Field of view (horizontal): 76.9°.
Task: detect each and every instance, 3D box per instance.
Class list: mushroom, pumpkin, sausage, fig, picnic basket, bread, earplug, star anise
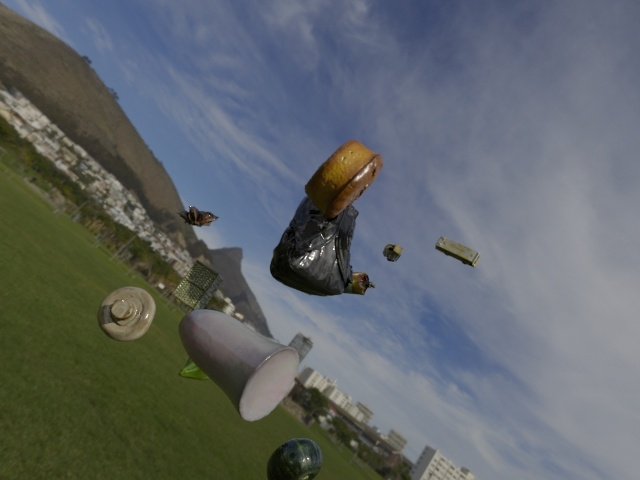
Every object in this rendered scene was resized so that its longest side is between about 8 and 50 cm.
[{"bbox_3d":[-0.731,0.275,1.496,0.206,0.206,0.209,37,6,9],"label":"mushroom"},{"bbox_3d":[-0.074,0.648,1.162,0.167,0.167,0.125,54,14,-37],"label":"pumpkin"},{"bbox_3d":[0.129,0.214,2.077,0.318,0.125,0.117,2,-35,22],"label":"sausage"},{"bbox_3d":[-0.480,0.522,1.718,0.167,0.233,0.166,7,-56,11],"label":"fig"},{"bbox_3d":[-0.562,0.219,1.864,0.134,0.196,0.154,31,-18,5],"label":"picnic basket"},{"bbox_3d":[0.084,-0.219,1.436,0.172,0.312,0.312,44,-18,0],"label":"bread"},{"bbox_3d":[-0.216,0.247,0.921,0.302,0.172,0.172,25,-23,32],"label":"earplug"},{"bbox_3d":[-0.428,-0.076,1.365,0.124,0.056,0.129,22,-29,-40],"label":"star anise"}]

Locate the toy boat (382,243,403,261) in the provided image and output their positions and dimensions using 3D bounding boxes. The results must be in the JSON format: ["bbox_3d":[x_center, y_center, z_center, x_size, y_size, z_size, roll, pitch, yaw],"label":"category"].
[{"bbox_3d":[0.369,0.058,2.074,0.088,0.068,0.226,26,-9,9],"label":"toy boat"}]

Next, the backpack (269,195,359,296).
[{"bbox_3d":[0.000,0.000,1.683,0.364,0.444,0.255,28,-25,-30],"label":"backpack"}]

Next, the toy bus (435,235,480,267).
[{"bbox_3d":[0.722,0.054,2.122,0.226,0.081,0.074,31,-15,31],"label":"toy bus"}]
